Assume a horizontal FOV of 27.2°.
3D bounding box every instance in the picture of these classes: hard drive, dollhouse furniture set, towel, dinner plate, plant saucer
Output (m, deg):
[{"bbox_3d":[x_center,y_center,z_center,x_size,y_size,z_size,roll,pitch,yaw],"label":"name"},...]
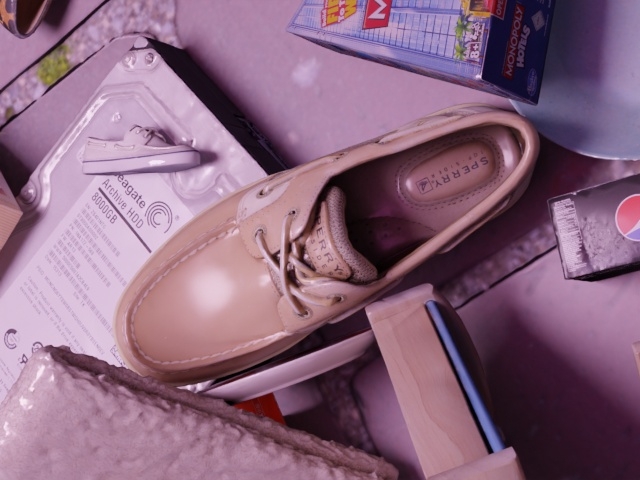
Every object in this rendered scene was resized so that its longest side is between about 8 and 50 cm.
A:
[{"bbox_3d":[-0.155,0.048,1.000,0.339,0.064,0.237,-48,66,16],"label":"hard drive"},{"bbox_3d":[0.218,0.126,0.781,0.303,0.198,0.286,-20,116,2],"label":"dollhouse furniture set"},{"bbox_3d":[-0.096,0.182,0.854,0.187,0.282,0.049,-57,27,16],"label":"towel"},{"bbox_3d":[-0.017,0.084,0.877,0.141,0.141,0.017,-21,89,26],"label":"dinner plate"},{"bbox_3d":[0.201,-0.145,0.834,0.195,0.037,0.195,-3,85,29],"label":"plant saucer"}]

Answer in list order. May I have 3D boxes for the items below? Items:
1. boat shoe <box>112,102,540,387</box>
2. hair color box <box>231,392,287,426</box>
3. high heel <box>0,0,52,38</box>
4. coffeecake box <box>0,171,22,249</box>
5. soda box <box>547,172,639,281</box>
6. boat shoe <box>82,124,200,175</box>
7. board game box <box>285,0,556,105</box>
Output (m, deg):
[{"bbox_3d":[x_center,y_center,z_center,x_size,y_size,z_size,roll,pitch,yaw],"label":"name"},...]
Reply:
[{"bbox_3d":[0.000,0.000,0.839,0.302,0.098,0.109,-27,91,1],"label":"boat shoe"},{"bbox_3d":[-0.088,0.157,0.914,0.141,0.072,0.043,-22,67,-6],"label":"hair color box"},{"bbox_3d":[-0.181,-0.277,1.016,0.261,0.093,0.186,-25,67,42],"label":"high heel"},{"bbox_3d":[-0.319,-0.017,1.048,0.142,0.068,0.185,-56,37,12],"label":"coffeecake box"},{"bbox_3d":[0.227,-0.020,0.796,0.169,0.060,0.053,-16,80,26],"label":"soda box"},{"bbox_3d":[-0.128,-0.065,0.940,0.100,0.035,0.035,-2,87,35],"label":"boat shoe"},{"bbox_3d":[0.067,-0.185,0.871,0.194,0.060,0.194,3,80,48],"label":"board game box"}]
